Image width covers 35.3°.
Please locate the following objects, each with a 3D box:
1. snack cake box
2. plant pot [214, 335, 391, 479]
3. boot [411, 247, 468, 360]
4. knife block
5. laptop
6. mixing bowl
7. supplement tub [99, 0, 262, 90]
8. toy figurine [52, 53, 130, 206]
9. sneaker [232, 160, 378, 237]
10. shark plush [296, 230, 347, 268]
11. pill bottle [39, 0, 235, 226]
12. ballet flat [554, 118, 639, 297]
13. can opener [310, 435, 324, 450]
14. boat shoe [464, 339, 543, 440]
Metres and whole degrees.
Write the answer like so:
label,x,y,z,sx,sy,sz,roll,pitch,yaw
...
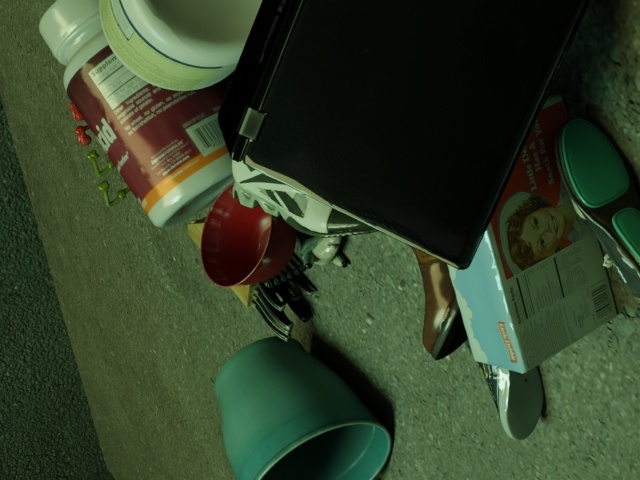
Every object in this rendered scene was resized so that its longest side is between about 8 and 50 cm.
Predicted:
label,x,y,z,sx,sy,sz,roll,pitch,yaw
snack cake box,0.214,-0.009,1.095,0.089,0.152,0.264,7,117,59
plant pot,-0.056,0.318,1.761,0.255,0.271,0.272,54,152,39
boot,0.094,-0.015,1.276,0.280,0.096,0.264,28,125,34
knife block,-0.121,0.060,1.834,0.275,0.088,0.242,-2,110,61
laptop,0.073,-0.232,1.084,0.408,0.236,0.382,-122,54,-72
mixing bowl,-0.106,-0.001,1.659,0.181,0.098,0.182,-19,63,42
supplement tub,-0.187,-0.341,1.429,0.235,0.235,0.325,69,163,-7
toy figurine,-0.329,-0.218,1.886,0.217,0.191,0.363,22,131,48
sneaker,-0.017,-0.101,1.443,0.330,0.122,0.146,18,124,39
shark plush,0.000,0.000,1.640,0.161,0.073,0.067,-135,47,-74
pill bottle,-0.287,-0.239,1.688,0.392,0.224,0.224,56,153,3
ballet flat,0.293,-0.027,1.025,0.203,0.074,0.074,61,154,19
can opener,0.056,0.430,1.865,0.093,0.074,0.280,-47,67,25
boat shoe,0.235,0.165,1.309,0.083,0.065,0.183,17,120,58
